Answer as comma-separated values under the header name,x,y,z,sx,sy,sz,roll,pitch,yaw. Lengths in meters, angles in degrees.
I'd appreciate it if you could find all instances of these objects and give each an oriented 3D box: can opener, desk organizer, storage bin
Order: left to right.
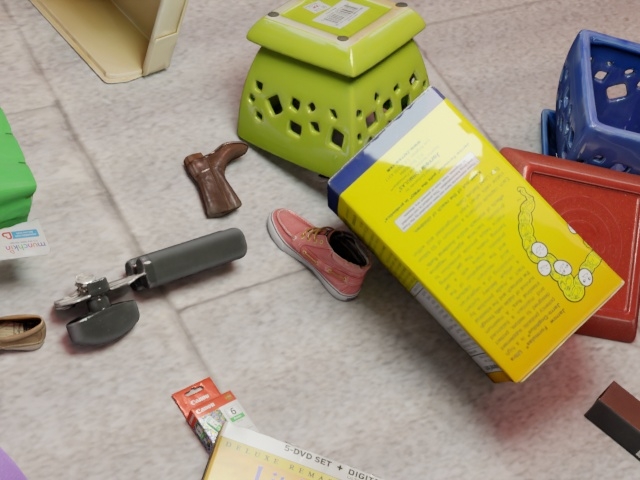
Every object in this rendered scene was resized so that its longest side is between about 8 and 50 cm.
name,x,y,z,sx,sy,sz,roll,pitch,yaw
storage bin,-0.318,-0.416,1.715,0.123,0.262,0.260,-28,66,-38
can opener,-0.222,0.055,1.509,0.280,0.074,0.093,-24,99,-32
desk organizer,0.442,0.261,1.597,0.130,0.047,0.050,39,47,12

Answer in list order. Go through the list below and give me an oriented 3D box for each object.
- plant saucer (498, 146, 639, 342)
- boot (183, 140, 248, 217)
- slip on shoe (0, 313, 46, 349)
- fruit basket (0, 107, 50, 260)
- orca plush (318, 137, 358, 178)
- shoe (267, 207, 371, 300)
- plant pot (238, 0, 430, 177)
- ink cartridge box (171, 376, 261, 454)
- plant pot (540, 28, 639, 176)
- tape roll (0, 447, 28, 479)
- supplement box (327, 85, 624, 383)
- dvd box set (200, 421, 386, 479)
name,x,y,z,sx,sy,sz,roll,pitch,yaw
plant saucer,0.376,0.006,1.693,0.258,0.048,0.259,11,83,-13
boot,-0.134,-0.087,1.666,0.106,0.037,0.114,-20,58,-18
slip on shoe,-0.405,0.114,1.398,0.135,0.041,0.051,1,53,-20
fruit basket,-0.553,-0.076,1.411,0.353,0.165,0.327,-15,59,-30
orca plush,0.132,-0.054,1.697,0.151,0.102,0.287,-19,61,-32
shoe,0.000,0.000,1.617,0.063,0.081,0.178,-32,68,-37
plant pot,0.025,-0.251,1.707,0.227,0.207,0.228,24,43,28
ink cartridge box,-0.130,0.220,1.424,0.063,0.029,0.115,-23,65,-33
plant pot,0.487,-0.169,1.851,0.236,0.212,0.236,14,48,-10
tape roll,-0.409,0.254,1.126,0.274,0.275,0.090,30,49,4
supplement box,0.197,0.001,1.534,0.195,0.194,0.356,-43,85,-5
dvd box set,-0.032,0.436,1.247,0.307,0.062,0.420,22,52,-3
